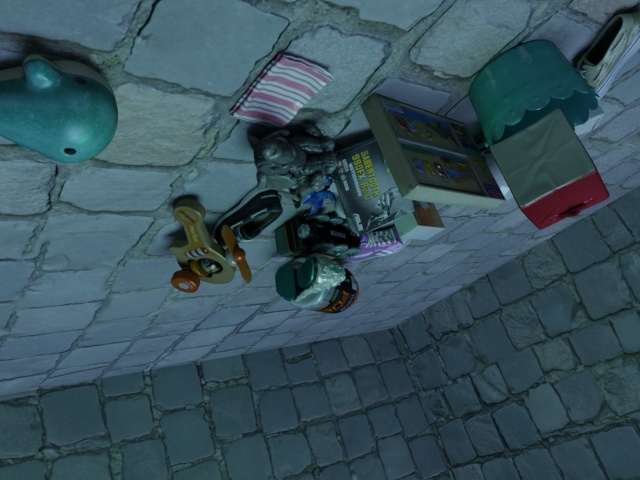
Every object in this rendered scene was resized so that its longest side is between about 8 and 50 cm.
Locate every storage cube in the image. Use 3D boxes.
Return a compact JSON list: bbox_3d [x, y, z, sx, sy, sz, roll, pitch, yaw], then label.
[{"bbox_3d":[0.552,-0.165,1.297,0.184,0.214,0.193,-29,151,25],"label":"storage cube"}]

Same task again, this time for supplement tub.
[{"bbox_3d":[0.013,0.185,2.163,0.207,0.207,0.338,-29,157,21],"label":"supplement tub"}]

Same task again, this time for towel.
[{"bbox_3d":[-0.084,-0.306,1.138,0.144,0.029,0.197,4,149,-44],"label":"towel"}]

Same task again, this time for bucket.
[{"bbox_3d":[0.525,-0.350,1.361,0.282,0.183,0.281,-17,159,-7],"label":"bucket"}]

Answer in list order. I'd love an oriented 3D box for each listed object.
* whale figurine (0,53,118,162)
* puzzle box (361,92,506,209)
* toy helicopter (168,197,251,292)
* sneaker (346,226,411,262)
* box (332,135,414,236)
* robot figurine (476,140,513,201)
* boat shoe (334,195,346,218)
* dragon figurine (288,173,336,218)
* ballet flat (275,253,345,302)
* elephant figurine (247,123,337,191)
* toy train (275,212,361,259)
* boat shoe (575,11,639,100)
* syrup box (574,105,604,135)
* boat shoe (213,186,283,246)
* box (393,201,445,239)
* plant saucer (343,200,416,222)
[{"bbox_3d":[-0.474,-0.204,0.884,0.272,0.141,0.216,-3,153,-37],"label":"whale figurine"},{"bbox_3d":[0.297,-0.214,1.366,0.409,0.271,0.052,1,150,-44],"label":"puzzle box"},{"bbox_3d":[-0.319,0.016,1.516,0.235,0.140,0.355,7,143,10],"label":"toy helicopter"},{"bbox_3d":[0.211,0.002,2.049,0.282,0.102,0.161,-22,156,6],"label":"sneaker"},{"bbox_3d":[0.137,-0.150,1.441,0.183,0.230,0.056,-23,-157,-11],"label":"box"},{"bbox_3d":[0.515,-0.212,1.621,0.209,0.174,0.278,-61,178,25],"label":"robot figurine"},{"bbox_3d":[0.147,-0.137,1.586,0.301,0.108,0.102,-36,178,-32],"label":"boat shoe"},{"bbox_3d":[0.000,-0.135,1.544,0.144,0.085,0.289,-24,157,10],"label":"dragon figurine"},{"bbox_3d":[-0.033,0.132,1.785,0.147,0.146,0.409,-11,176,-23],"label":"ballet flat"},{"bbox_3d":[-0.095,-0.193,1.234,0.240,0.169,0.186,-9,143,-41],"label":"elephant figurine"},{"bbox_3d":[0.000,0.000,1.824,0.190,0.142,0.334,-18,164,30],"label":"toy train"},{"bbox_3d":[0.720,-0.463,1.403,0.094,0.109,0.302,3,143,-15],"label":"boat shoe"},{"bbox_3d":[0.718,-0.356,1.637,0.237,0.093,0.096,-21,158,2],"label":"syrup box"},{"bbox_3d":[-0.214,-0.047,1.558,0.115,0.091,0.302,-2,152,-39],"label":"boat shoe"},{"bbox_3d":[0.342,-0.080,1.919,0.171,0.130,0.091,2,150,-46],"label":"box"},{"bbox_3d":[0.184,-0.110,1.715,0.241,0.037,0.241,-17,-171,3],"label":"plant saucer"}]
